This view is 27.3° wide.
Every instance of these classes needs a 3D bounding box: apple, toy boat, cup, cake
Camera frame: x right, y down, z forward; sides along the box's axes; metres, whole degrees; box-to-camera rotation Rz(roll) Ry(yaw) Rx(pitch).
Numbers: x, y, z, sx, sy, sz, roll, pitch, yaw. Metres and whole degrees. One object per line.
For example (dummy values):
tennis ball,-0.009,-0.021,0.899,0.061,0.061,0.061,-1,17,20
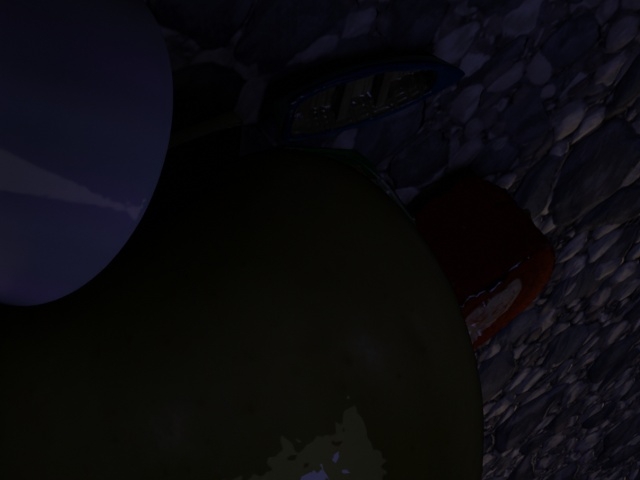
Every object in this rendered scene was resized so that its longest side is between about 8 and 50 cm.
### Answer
apple,-0.074,0.155,1.136,0.473,0.473,0.474,-28,147,-20
toy boat,0.050,-0.156,1.348,0.228,0.046,0.080,-21,143,-31
cup,-0.294,-0.108,0.841,0.253,0.253,0.371,-51,145,16
cake,0.149,0.055,1.632,0.283,0.151,0.177,-37,159,-4

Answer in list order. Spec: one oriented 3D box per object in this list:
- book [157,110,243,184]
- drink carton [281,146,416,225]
book,-0.198,-0.011,1.279,0.269,0.025,0.191,-24,145,-27
drink carton,0.000,0.000,1.408,0.146,0.144,0.142,1,136,-48
